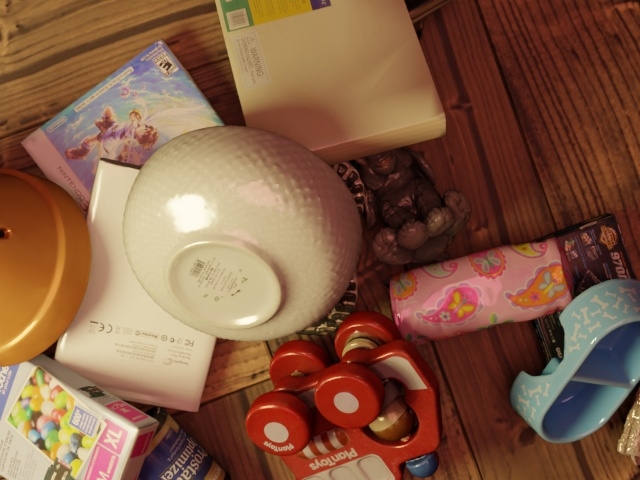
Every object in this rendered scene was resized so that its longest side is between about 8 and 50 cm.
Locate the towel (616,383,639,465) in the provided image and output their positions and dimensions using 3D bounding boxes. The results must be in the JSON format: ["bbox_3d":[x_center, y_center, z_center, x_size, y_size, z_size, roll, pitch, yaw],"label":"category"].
[{"bbox_3d":[0.588,0.234,1.840,0.187,0.049,0.282,17,90,-25],"label":"towel"}]

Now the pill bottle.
[{"bbox_3d":[-0.213,0.369,1.765,0.123,0.123,0.219,-44,102,-2],"label":"pill bottle"}]

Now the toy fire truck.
[{"bbox_3d":[0.051,0.269,1.736,0.302,0.169,0.254,-25,111,27],"label":"toy fire truck"}]

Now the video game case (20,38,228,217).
[{"bbox_3d":[-0.277,-0.132,1.782,0.269,0.061,0.244,-37,95,-3],"label":"video game case"}]

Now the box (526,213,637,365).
[{"bbox_3d":[0.417,0.088,1.847,0.175,0.051,0.220,-20,93,-3],"label":"box"}]

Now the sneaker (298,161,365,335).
[{"bbox_3d":[0.000,0.000,1.755,0.129,0.147,0.330,9,120,-7],"label":"sneaker"}]

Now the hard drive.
[{"bbox_3d":[-0.257,0.071,1.750,0.233,0.047,0.353,12,102,-14],"label":"hard drive"}]

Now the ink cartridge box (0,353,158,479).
[{"bbox_3d":[-0.401,0.280,1.708,0.311,0.065,0.186,27,104,24],"label":"ink cartridge box"}]

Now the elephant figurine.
[{"bbox_3d":[0.113,-0.089,1.776,0.169,0.186,0.239,-16,63,-37],"label":"elephant figurine"}]

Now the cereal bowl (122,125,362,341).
[{"bbox_3d":[-0.116,0.019,1.586,0.338,0.141,0.339,6,132,7],"label":"cereal bowl"}]

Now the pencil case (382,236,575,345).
[{"bbox_3d":[0.243,0.080,1.772,0.284,0.124,0.124,-15,93,11],"label":"pencil case"}]

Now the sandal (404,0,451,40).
[{"bbox_3d":[0.089,-0.303,1.793,0.303,0.120,0.086,-42,128,-4],"label":"sandal"}]

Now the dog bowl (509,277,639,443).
[{"bbox_3d":[0.412,0.192,1.762,0.165,0.074,0.297,11,123,-29],"label":"dog bowl"}]

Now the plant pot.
[{"bbox_3d":[-0.501,0.020,1.638,0.290,0.203,0.291,-7,73,23],"label":"plant pot"}]

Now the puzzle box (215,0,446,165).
[{"bbox_3d":[0.000,-0.292,1.693,0.272,0.052,0.409,-15,60,0],"label":"puzzle box"}]
